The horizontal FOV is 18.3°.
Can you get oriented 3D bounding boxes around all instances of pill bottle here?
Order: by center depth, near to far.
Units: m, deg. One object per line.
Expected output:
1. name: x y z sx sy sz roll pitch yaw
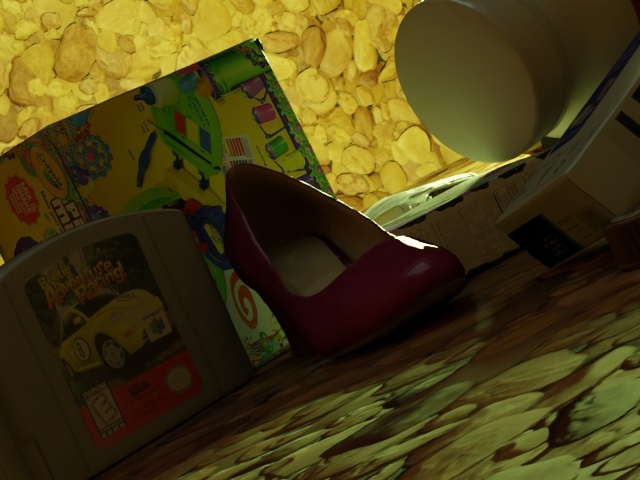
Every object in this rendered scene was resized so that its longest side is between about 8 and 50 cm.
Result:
1. pill bottle: 0.268 -0.244 1.962 0.408 0.229 0.229 -36 8 -34

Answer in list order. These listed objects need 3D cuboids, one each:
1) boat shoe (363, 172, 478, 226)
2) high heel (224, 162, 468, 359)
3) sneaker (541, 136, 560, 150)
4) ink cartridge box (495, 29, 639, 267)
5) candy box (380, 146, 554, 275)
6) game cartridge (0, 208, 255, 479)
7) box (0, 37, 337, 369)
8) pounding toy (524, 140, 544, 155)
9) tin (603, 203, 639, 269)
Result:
1. boat shoe: 0.133 -0.036 2.499 0.184 0.066 0.063 -17 0 -13
2. high heel: 0.000 0.000 1.673 0.127 0.181 0.377 -28 3 -22
3. sneaker: 0.341 -0.167 2.234 0.109 0.130 0.286 -31 4 -35
4. ink cartridge box: 0.267 -0.135 1.493 0.332 0.065 0.165 -54 2 -17
5. candy box: 0.121 -0.006 1.822 0.196 0.070 0.165 -27 3 -26
6. game cartridge: -0.192 0.087 1.706 0.060 0.196 0.294 -25 3 43
7. box: -0.142 -0.003 1.945 0.279 0.290 0.177 -27 3 -39
8. pounding toy: 0.338 -0.157 2.639 0.141 0.100 0.130 -23 -10 24
9. tin: 0.263 -0.027 1.284 0.106 0.040 0.190 -23 0 -36
